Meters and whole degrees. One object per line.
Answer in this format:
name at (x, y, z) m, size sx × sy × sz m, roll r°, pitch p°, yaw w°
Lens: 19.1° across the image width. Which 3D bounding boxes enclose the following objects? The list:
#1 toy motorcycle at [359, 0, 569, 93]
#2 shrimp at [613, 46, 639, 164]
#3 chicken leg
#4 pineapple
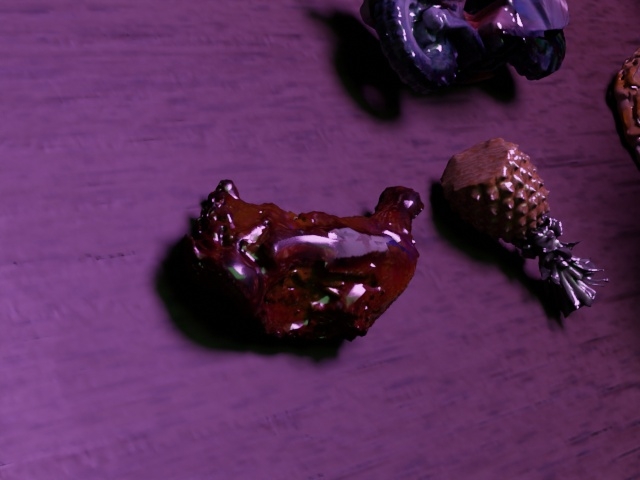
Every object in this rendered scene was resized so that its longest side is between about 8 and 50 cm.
toy motorcycle at (0.084, -0.152, 1.164) m, size 0.213 × 0.082 × 0.122 m, roll -14°, pitch 73°, yaw -58°
shrimp at (0.308, -0.056, 1.404) m, size 0.253 × 0.058 × 0.173 m, roll 28°, pitch 48°, yaw -31°
chicken leg at (0.003, 0.005, 0.942) m, size 0.205 × 0.053 × 0.093 m, roll 8°, pitch 39°, yaw -55°
pineapple at (0.121, -0.003, 1.113) m, size 0.124 × 0.058 × 0.058 m, roll 52°, pitch 28°, yaw -30°
